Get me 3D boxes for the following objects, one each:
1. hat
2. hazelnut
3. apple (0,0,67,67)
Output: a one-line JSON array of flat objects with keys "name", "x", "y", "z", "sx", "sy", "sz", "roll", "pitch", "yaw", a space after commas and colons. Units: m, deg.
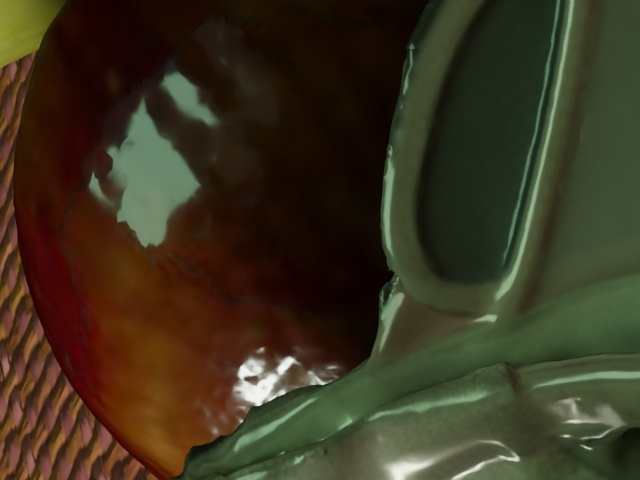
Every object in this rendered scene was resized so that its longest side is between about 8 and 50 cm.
[{"name": "hat", "x": 0.104, "y": 0.032, "z": 0.379, "sx": 0.219, "sy": 0.164, "sz": 0.226, "roll": 18, "pitch": 61, "yaw": 44}, {"name": "hazelnut", "x": -0.001, "y": -0.006, "z": 0.509, "sx": 0.201, "sy": 0.161, "sz": 0.170, "roll": 72, "pitch": -156, "yaw": -47}, {"name": "apple", "x": -0.111, "y": -0.190, "z": 0.549, "sx": 0.258, "sy": 0.233, "sz": 0.295, "roll": 4, "pitch": 86, "yaw": 55}]
